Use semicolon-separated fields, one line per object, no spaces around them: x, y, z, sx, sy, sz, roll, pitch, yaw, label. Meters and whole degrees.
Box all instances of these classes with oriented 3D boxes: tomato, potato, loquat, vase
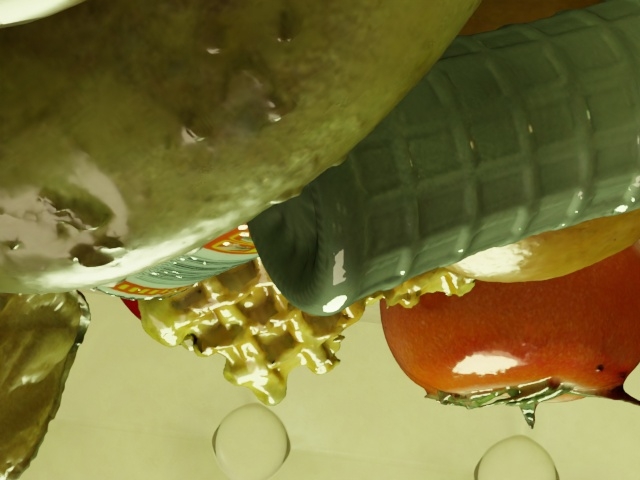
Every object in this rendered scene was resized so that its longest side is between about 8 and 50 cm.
0.181;0.052;1.473;0.255;0.225;0.256;4;168;1;tomato
-0.064;-0.103;0.585;0.307;0.210;0.173;-30;136;9;potato
0.121;-0.063;0.956;0.234;0.176;0.187;1;-175;-17;loquat
0.115;-0.055;0.729;0.298;0.143;0.143;-16;180;-21;vase

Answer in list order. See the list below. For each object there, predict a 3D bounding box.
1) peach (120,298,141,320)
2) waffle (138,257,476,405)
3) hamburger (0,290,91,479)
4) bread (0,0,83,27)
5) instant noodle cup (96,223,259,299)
-0.073;0.000;1.367;0.243;0.199;0.243;28;-164;-8;peach
0.006;-0.007;1.223;0.281;0.301;0.058;31;-161;-38;waffle
-0.234;0.013;0.762;0.134;0.285;0.265;16;-148;25;hamburger
-0.148;-0.172;0.354;0.300;0.210;0.341;2;170;18;bread
-0.058;-0.062;0.868;0.193;0.193;0.212;13;153;-30;instant noodle cup
